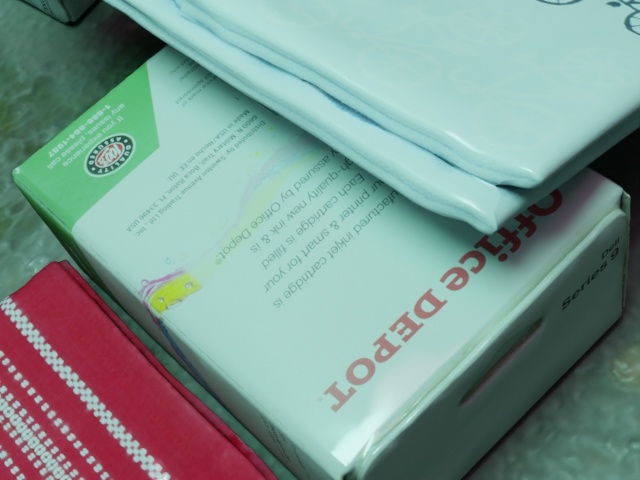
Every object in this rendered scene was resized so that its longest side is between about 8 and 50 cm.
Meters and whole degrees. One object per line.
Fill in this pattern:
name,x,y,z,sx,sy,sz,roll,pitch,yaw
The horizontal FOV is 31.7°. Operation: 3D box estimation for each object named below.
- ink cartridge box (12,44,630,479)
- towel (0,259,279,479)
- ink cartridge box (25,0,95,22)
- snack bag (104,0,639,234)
ink cartridge box,0.000,0.000,0.478,0.154,0.093,0.212,-43,56,-15
towel,-0.162,0.143,0.458,0.275,0.031,0.199,-39,56,-14
ink cartridge box,-0.134,-0.217,0.643,0.063,0.109,0.150,27,66,26
snack bag,0.041,-0.157,0.536,0.342,0.037,0.323,34,47,28
